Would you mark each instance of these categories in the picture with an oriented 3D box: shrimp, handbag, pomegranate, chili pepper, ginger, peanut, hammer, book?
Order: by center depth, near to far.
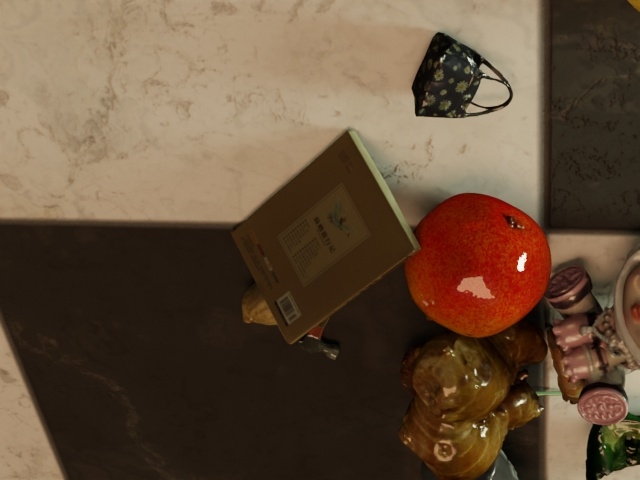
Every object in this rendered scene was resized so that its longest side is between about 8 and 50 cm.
[{"bbox_3d":[0.208,-0.219,1.755,0.139,0.072,0.115,16,130,-7],"label":"handbag"},{"bbox_3d":[0.233,0.049,1.906,0.221,0.221,0.257,22,145,-8],"label":"pomegranate"},{"bbox_3d":[0.000,0.000,1.942,0.310,0.021,0.217,-38,73,36],"label":"book"},{"bbox_3d":[0.252,0.266,2.055,0.152,0.274,0.357,33,137,32],"label":"ginger"},{"bbox_3d":[0.409,0.214,2.079,0.053,0.133,0.236,-32,147,3],"label":"shrimp"},{"bbox_3d":[-0.066,0.090,2.082,0.083,0.093,0.194,13,156,-42],"label":"peanut"},{"bbox_3d":[0.024,0.097,2.110,0.111,0.033,0.288,21,132,-8],"label":"hammer"},{"bbox_3d":[0.603,0.354,2.180,0.264,0.116,0.148,0,121,11],"label":"chili pepper"}]

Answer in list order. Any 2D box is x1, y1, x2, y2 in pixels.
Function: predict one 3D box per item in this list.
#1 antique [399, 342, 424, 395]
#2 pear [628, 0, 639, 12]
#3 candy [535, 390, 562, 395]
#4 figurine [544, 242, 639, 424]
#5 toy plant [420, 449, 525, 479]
[{"bbox_3d":[0.185,0.227,2.149,0.104,0.104,0.104,6,133,7],"label":"antique"},{"bbox_3d":[0.439,-0.377,1.437,0.271,0.271,0.271,6,133,7],"label":"pear"},{"bbox_3d":[0.353,0.275,2.197,0.201,0.060,0.060,-2,132,4],"label":"candy"},{"bbox_3d":[0.532,0.111,1.899,0.361,0.211,0.253,-29,80,40],"label":"figurine"},{"bbox_3d":[0.332,0.518,2.333,0.279,0.185,0.400,-17,135,15],"label":"toy plant"}]
